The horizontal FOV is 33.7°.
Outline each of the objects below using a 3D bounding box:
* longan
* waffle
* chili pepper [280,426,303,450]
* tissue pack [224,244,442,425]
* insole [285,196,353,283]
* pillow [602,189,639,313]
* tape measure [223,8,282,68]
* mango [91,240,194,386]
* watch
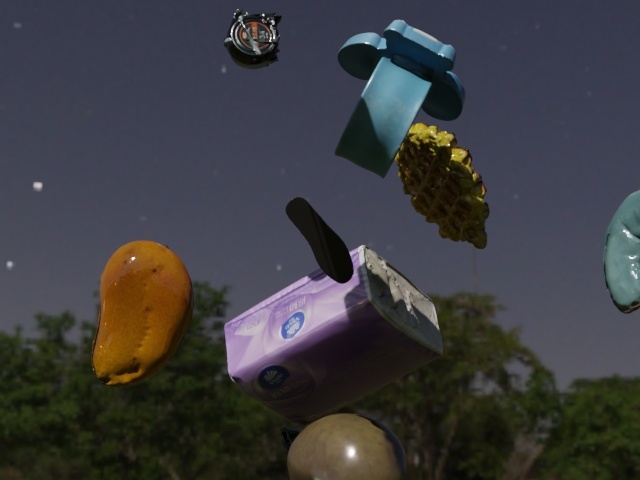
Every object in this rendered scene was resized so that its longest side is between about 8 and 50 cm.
[{"bbox_3d":[0.052,0.392,1.798,0.196,0.196,0.220,13,2,-40],"label":"longan"},{"bbox_3d":[0.203,-0.098,1.835,0.059,0.243,0.238,-31,30,-20],"label":"waffle"},{"bbox_3d":[-0.008,0.427,2.141,0.062,0.108,0.216,-28,-26,26],"label":"chili pepper"},{"bbox_3d":[0.026,0.182,1.933,0.338,0.160,0.242,-31,-45,25],"label":"tissue pack"},{"bbox_3d":[0.000,0.000,1.609,0.053,0.152,0.002,-39,7,-3],"label":"insole"},{"bbox_3d":[0.527,0.009,1.678,0.086,0.214,0.233,18,-18,-19],"label":"pillow"},{"bbox_3d":[-0.108,-0.320,1.678,0.091,0.094,0.054,7,-22,-6],"label":"tape measure"},{"bbox_3d":[-0.192,0.080,1.145,0.105,0.159,0.084,12,-3,-3],"label":"mango"},{"bbox_3d":[0.100,-0.201,1.581,0.211,0.193,0.211,23,-21,9],"label":"watch"}]
